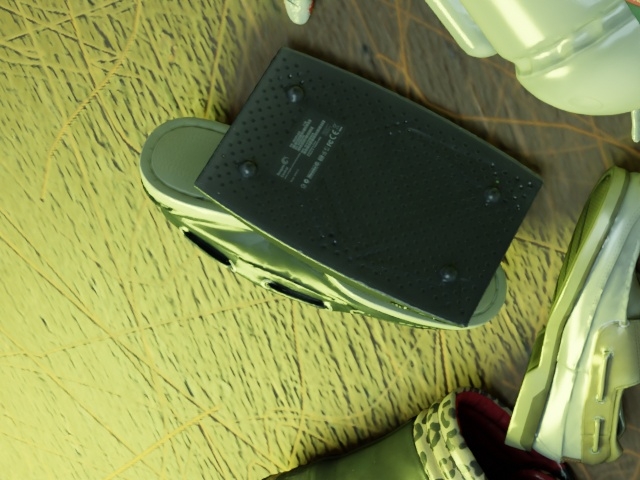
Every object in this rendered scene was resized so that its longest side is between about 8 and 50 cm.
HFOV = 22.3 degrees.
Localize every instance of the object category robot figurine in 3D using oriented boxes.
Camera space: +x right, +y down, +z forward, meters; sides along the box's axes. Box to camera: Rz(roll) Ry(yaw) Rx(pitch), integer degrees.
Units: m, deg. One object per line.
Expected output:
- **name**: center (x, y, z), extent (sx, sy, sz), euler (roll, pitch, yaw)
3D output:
- **robot figurine**: center (0.179, -0.237, 1.176), extent (0.353, 0.200, 0.300), euler (52, 141, -10)

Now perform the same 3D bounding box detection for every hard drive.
- **hard drive**: center (0.040, -0.041, 1.372), extent (0.255, 0.172, 0.054), euler (27, 158, 7)

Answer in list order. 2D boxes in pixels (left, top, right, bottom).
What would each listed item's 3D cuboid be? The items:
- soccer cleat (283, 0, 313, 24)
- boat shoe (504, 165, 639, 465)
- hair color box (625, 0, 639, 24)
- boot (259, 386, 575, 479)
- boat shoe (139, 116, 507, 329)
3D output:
- **soccer cleat**: center (-0.022, -0.220, 1.370), extent (0.029, 0.035, 0.083), euler (10, 120, 17)
- **boat shoe**: center (0.244, 0.069, 1.382), extent (0.103, 0.113, 0.302), euler (18, 131, 7)
- **hair color box**: center (0.314, -0.160, 1.057), extent (0.105, 0.174, 0.347), euler (30, 172, 43)
- **boot**: center (0.135, 0.327, 1.552), extent (0.284, 0.138, 0.377), euler (-36, 94, 34)
- **boat shoe**: center (-0.002, 0.003, 1.444), extent (0.340, 0.127, 0.113), euler (19, 152, 4)
